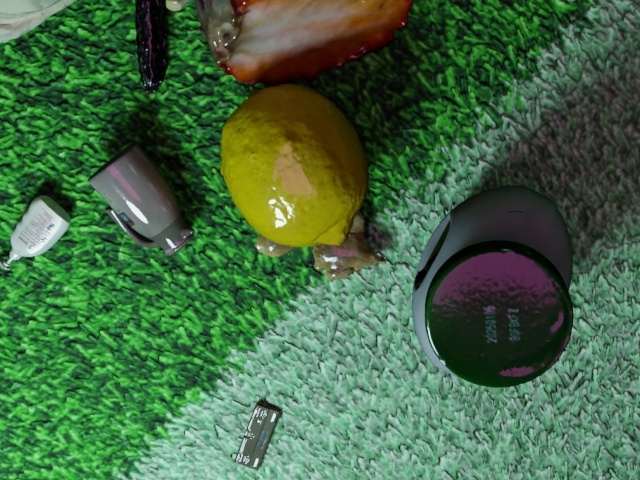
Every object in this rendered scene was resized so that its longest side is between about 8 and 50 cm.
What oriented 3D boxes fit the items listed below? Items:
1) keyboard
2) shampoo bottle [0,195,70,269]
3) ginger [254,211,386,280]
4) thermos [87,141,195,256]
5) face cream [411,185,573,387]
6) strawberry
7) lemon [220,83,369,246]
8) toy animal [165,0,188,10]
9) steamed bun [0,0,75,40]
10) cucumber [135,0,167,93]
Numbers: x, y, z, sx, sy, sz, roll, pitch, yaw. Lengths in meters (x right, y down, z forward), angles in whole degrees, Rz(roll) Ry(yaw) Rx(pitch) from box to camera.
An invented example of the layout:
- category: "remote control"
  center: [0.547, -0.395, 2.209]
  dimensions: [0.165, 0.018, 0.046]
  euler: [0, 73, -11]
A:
- category: "keyboard"
  center: [-0.115, 0.358, 1.913]
  dimensions: [0.049, 0.015, 0.129]
  euler: [19, 105, -5]
- category: "shampoo bottle"
  center: [-0.509, -0.003, 1.837]
  dimensions: [0.077, 0.045, 0.152]
  euler: [41, 102, -8]
- category: "ginger"
  center: [-0.005, 0.010, 1.789]
  dimensions: [0.214, 0.059, 0.133]
  euler: [-13, 99, 7]
- category: "thermos"
  center: [-0.304, -0.056, 1.787]
  dimensions: [0.137, 0.105, 0.193]
  euler: [-27, 109, 37]
- category: "face cream"
  center: [0.266, 0.068, 1.626]
  dimensions: [0.219, 0.357, 0.312]
  euler: [27, 105, -3]
- category: "strawberry"
  center: [-0.028, -0.377, 1.637]
  dimensions: [0.336, 0.265, 0.149]
  euler: [-10, 60, -14]
- category: "lemon"
  center: [-0.042, -0.116, 1.671]
  dimensions: [0.233, 0.233, 0.288]
  euler: [-30, 88, 12]
- category: "toy animal"
  center: [-0.271, -0.475, 1.650]
  dimensions: [0.233, 0.121, 0.169]
  euler: [28, 66, -9]
- category: "steamed bun"
  center: [-0.485, -0.468, 1.607]
  dimensions: [0.352, 0.247, 0.339]
  euler: [-19, 74, 18]
- category: "cucumber"
  center: [-0.282, -0.333, 1.731]
  dimensions: [0.053, 0.053, 0.182]
  euler: [3, 106, 4]
